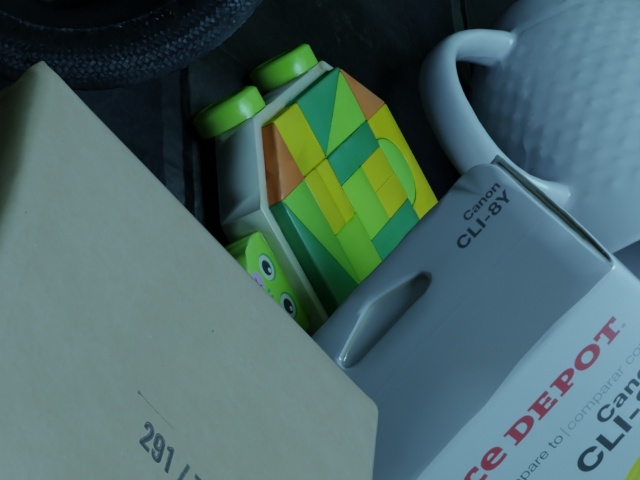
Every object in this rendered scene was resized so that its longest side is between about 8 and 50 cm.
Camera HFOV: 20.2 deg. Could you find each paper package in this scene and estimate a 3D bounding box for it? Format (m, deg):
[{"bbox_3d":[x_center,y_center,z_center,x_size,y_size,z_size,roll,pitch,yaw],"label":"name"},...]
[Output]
[{"bbox_3d":[-0.130,0.127,0.945,0.325,0.168,0.309,47,33,-31],"label":"paper package"}]

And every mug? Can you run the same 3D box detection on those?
[{"bbox_3d":[0.247,-0.089,1.703,0.374,0.276,0.328,11,49,-39],"label":"mug"}]

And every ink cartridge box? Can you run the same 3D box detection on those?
[{"bbox_3d":[0.168,0.164,1.293,0.384,0.279,0.160,39,5,-41],"label":"ink cartridge box"}]

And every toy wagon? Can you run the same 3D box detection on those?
[{"bbox_3d":[0.000,0.000,1.383,0.267,0.068,0.344,61,27,-10],"label":"toy wagon"}]

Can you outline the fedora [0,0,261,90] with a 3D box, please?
[{"bbox_3d":[-0.157,-0.261,1.161,0.334,0.334,0.152,64,-6,-5],"label":"fedora"}]
